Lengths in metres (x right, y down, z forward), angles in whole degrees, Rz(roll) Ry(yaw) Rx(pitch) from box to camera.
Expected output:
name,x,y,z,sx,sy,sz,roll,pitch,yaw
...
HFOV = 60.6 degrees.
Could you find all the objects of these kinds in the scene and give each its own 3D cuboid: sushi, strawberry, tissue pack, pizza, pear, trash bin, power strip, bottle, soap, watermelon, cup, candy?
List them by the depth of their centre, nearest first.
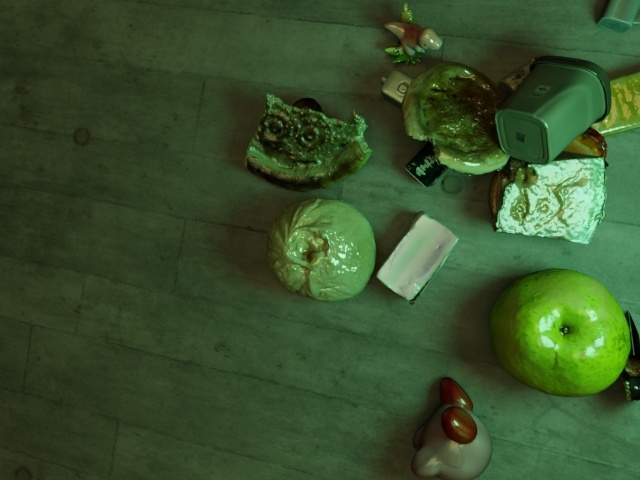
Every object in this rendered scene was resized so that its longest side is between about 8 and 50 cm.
name,x,y,z,sx,sy,sz,roll,pitch,yaw
trash bin,0.624,-0.353,1.501,0.250,0.219,0.220,-44,42,-17
pear,0.663,0.256,1.521,0.391,0.391,0.390,0,91,12
sushi,0.862,0.351,1.529,0.050,0.290,0.263,-7,91,26
cup,0.898,-0.684,1.598,0.128,0.095,0.129,22,98,8
watermelon,0.654,-0.137,1.602,0.302,0.151,0.264,5,98,4
soap,0.885,-0.398,1.609,0.258,0.080,0.160,-15,88,11
strawberry,0.773,-0.277,1.630,0.192,0.085,0.140,26,127,38
bottle,0.627,-0.485,1.653,0.152,0.099,0.099,-34,84,0
tissue pack,0.358,-0.257,1.692,0.103,0.090,0.170,44,124,6
pizza,0.606,-0.138,1.695,0.176,0.036,0.184,-11,83,3
candy,0.303,0.053,1.718,0.155,0.116,0.265,35,98,10
power strip,0.351,-0.417,1.730,0.385,0.062,0.091,34,94,9

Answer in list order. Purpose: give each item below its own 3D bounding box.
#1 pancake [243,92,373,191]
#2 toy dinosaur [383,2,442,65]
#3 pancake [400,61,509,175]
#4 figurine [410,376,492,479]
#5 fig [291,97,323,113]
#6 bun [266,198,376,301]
name,x,y,z,sx,sy,sz,roll,pitch,yaw
pancake,-0.047,-0.295,1.761,0.427,0.067,0.304,13,119,10
toy dinosaur,0.277,-0.613,1.684,0.194,0.177,0.152,45,98,10
pancake,0.414,-0.356,1.609,0.382,0.071,0.382,6,66,-13
figurine,0.414,0.601,1.646,0.211,0.269,0.261,26,105,5
fig,-0.067,-0.402,1.796,0.155,0.103,0.109,-26,62,3
bun,0.001,0.035,1.719,0.349,0.227,0.352,-29,90,9
